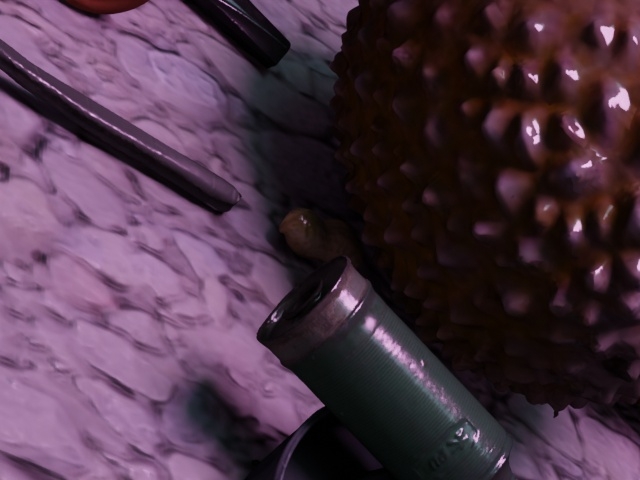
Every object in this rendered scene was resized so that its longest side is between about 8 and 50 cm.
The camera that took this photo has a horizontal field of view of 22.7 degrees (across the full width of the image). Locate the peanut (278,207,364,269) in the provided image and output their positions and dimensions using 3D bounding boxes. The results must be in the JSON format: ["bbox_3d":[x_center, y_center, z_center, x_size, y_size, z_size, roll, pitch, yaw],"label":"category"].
[{"bbox_3d":[0.000,0.000,1.137,0.083,0.037,0.037,19,44,-49],"label":"peanut"}]

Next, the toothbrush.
[{"bbox_3d":[-0.162,-0.088,1.013,0.297,0.030,0.030,31,28,-35],"label":"toothbrush"}]

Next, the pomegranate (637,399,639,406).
[{"bbox_3d":[0.346,0.063,1.366,0.270,0.229,0.252,-37,98,-49],"label":"pomegranate"}]

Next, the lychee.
[{"bbox_3d":[0.188,-0.081,1.142,0.380,0.380,0.432,37,41,-25],"label":"lychee"}]

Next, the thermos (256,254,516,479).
[{"bbox_3d":[0.048,0.102,0.954,0.188,0.083,0.073,47,52,-11],"label":"thermos"}]

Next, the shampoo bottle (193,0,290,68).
[{"bbox_3d":[-0.080,-0.189,1.228,0.137,0.027,0.048,43,30,-16],"label":"shampoo bottle"}]

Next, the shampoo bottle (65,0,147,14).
[{"bbox_3d":[-0.157,-0.270,1.155,0.085,0.085,0.244,28,38,-36],"label":"shampoo bottle"}]

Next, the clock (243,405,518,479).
[{"bbox_3d":[0.066,0.241,0.953,0.312,0.061,0.312,34,35,-29],"label":"clock"}]
